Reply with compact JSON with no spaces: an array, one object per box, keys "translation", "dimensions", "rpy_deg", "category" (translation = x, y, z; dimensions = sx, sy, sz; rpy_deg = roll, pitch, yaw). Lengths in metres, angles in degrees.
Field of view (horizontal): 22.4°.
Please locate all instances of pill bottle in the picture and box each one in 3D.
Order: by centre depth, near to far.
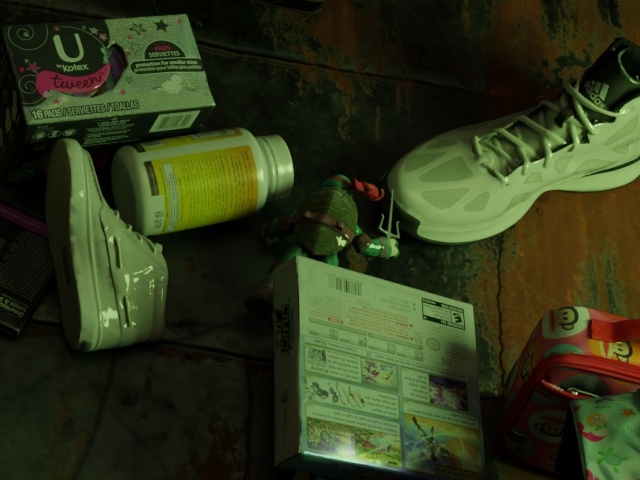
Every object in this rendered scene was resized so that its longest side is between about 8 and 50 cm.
[{"translation":[-0.147,-0.077,2.039],"dimensions":[0.215,0.117,0.117],"rpy_deg":[-11,60,-23],"category":"pill bottle"}]

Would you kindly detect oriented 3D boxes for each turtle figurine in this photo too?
[{"translation":[0.000,0.000,2.022],"dimensions":[0.175,0.118,0.234],"rpy_deg":[13,59,18],"category":"turtle figurine"}]

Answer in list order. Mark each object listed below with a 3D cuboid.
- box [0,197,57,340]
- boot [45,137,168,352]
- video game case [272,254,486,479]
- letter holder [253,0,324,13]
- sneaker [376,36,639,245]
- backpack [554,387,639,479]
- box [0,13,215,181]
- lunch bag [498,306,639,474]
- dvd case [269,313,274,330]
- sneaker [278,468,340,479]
[{"translation":[-0.379,0.032,1.947],"dimensions":[0.116,0.029,0.162],"rpy_deg":[26,51,2],"category":"box"},{"translation":[-0.253,0.004,1.943],"dimensions":[0.123,0.095,0.258],"rpy_deg":[-3,82,-30],"category":"boot"},{"translation":[0.068,0.166,1.898],"dimensions":[0.270,0.061,0.244],"rpy_deg":[16,57,-31],"category":"video game case"},{"translation":[-0.124,-0.415,2.267],"dimensions":[0.302,0.152,0.214],"rpy_deg":[18,55,-4],"category":"letter holder"},{"translation":[0.290,-0.157,2.141],"dimensions":[0.448,0.257,0.169],"rpy_deg":[-18,63,-27],"category":"sneaker"},{"translation":[0.350,0.294,1.782],"dimensions":[0.191,0.253,0.225],"rpy_deg":[-13,21,8],"category":"backpack"},{"translation":[-0.283,-0.182,2.021],"dimensions":[0.247,0.163,0.142],"rpy_deg":[-9,70,-27],"category":"box"},{"translation":[0.377,0.187,1.924],"dimensions":[0.293,0.258,0.120],"rpy_deg":[15,47,-4],"category":"lunch bag"},{"translation":[-0.006,0.135,1.998],"dimensions":[0.087,0.013,0.119],"rpy_deg":[-7,59,-21],"category":"dvd case"},{"translation":[0.010,0.316,1.851],"dimensions":[0.082,0.069,0.209],"rpy_deg":[17,42,-38],"category":"sneaker"}]
